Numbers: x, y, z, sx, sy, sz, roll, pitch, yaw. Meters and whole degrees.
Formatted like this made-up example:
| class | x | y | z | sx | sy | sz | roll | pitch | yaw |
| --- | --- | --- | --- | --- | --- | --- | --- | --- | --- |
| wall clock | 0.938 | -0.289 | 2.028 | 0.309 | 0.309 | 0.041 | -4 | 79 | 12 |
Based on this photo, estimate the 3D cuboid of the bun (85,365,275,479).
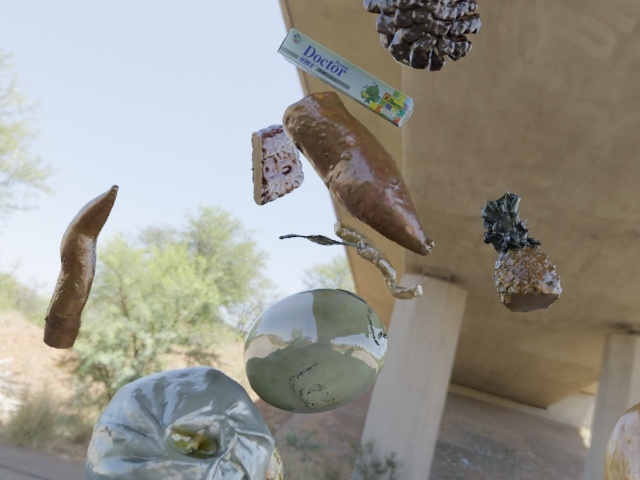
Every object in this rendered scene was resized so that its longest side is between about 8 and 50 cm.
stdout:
| class | x | y | z | sx | sy | sz | roll | pitch | yaw |
| --- | --- | --- | --- | --- | --- | --- | --- | --- | --- |
| bun | -0.245 | 0.382 | 1.128 | 0.354 | 0.354 | 0.194 | 21 | -44 | -18 |

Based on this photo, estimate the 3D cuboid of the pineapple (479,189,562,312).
| class | x | y | z | sx | sy | sz | roll | pitch | yaw |
| --- | --- | --- | --- | --- | --- | --- | --- | --- | --- |
| pineapple | 0.403 | 0.019 | 1.239 | 0.128 | 0.248 | 0.128 | -6 | -30 | -3 |

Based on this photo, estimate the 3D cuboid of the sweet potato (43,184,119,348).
| class | x | y | z | sx | sy | sz | roll | pitch | yaw |
| --- | --- | --- | --- | --- | --- | --- | --- | --- | --- |
| sweet potato | -0.371 | 0.036 | 0.925 | 0.059 | 0.281 | 0.067 | 11 | 14 | -30 |

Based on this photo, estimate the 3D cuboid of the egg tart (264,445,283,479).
| class | x | y | z | sx | sy | sz | roll | pitch | yaw |
| --- | --- | --- | --- | --- | --- | --- | --- | --- | --- |
| egg tart | -0.303 | 0.602 | 1.476 | 0.443 | 0.443 | 0.178 | 22 | -24 | -20 |

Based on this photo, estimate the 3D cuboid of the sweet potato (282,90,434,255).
| class | x | y | z | sx | sy | sz | roll | pitch | yaw |
| --- | --- | --- | --- | --- | --- | --- | --- | --- | --- |
| sweet potato | 0.074 | -0.102 | 1.017 | 0.336 | 0.131 | 0.131 | 53 | -10 | 13 |

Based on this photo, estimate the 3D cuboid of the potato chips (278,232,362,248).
| class | x | y | z | sx | sy | sz | roll | pitch | yaw |
| --- | --- | --- | --- | --- | --- | --- | --- | --- | --- |
| potato chips | 0.000 | 0.000 | 1.509 | 0.209 | 0.026 | 0.142 | 9 | -6 | -4 |

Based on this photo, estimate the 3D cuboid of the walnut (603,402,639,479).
| class | x | y | z | sx | sy | sz | roll | pitch | yaw |
| --- | --- | --- | --- | --- | --- | --- | --- | --- | --- |
| walnut | 0.447 | 0.291 | 0.727 | 0.195 | 0.221 | 0.195 | 11 | -38 | 8 |

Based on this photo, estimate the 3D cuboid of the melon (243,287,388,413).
| class | x | y | z | sx | sy | sz | roll | pitch | yaw |
| --- | --- | --- | --- | --- | --- | --- | --- | --- | --- |
| melon | -0.007 | 0.238 | 1.310 | 0.330 | 0.268 | 0.268 | -18 | -28 | 19 |

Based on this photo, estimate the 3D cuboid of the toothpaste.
| class | x | y | z | sx | sy | sz | roll | pitch | yaw |
| --- | --- | --- | --- | --- | --- | --- | --- | --- | --- |
| toothpaste | 0.032 | -0.185 | 0.694 | 0.164 | 0.034 | 0.046 | 32 | 8 | 5 |

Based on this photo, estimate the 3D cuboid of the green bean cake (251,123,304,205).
| class | x | y | z | sx | sy | sz | roll | pitch | yaw |
| --- | --- | --- | --- | --- | --- | --- | --- | --- | --- |
| green bean cake | -0.158 | -0.254 | 1.993 | 0.097 | 0.198 | 0.232 | 15 | -56 | 50 |

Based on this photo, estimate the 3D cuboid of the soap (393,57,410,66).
| class | x | y | z | sx | sy | sz | roll | pitch | yaw |
| --- | --- | --- | --- | --- | --- | --- | --- | --- | --- |
| soap | 0.210 | -0.484 | 1.467 | 0.089 | 0.045 | 0.140 | 26 | -27 | 24 |

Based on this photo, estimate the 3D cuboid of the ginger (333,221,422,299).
| class | x | y | z | sx | sy | sz | roll | pitch | yaw |
| --- | --- | --- | --- | --- | --- | --- | --- | --- | --- |
| ginger | 0.143 | 0.051 | 1.555 | 0.288 | 0.075 | 0.089 | 47 | 18 | 11 |

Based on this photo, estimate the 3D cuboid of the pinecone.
| class | x | y | z | sx | sy | sz | roll | pitch | yaw |
| --- | --- | --- | --- | --- | --- | --- | --- | --- | --- |
| pinecone | 0.213 | -0.454 | 1.230 | 0.202 | 0.229 | 0.201 | -38 | -7 | 26 |
